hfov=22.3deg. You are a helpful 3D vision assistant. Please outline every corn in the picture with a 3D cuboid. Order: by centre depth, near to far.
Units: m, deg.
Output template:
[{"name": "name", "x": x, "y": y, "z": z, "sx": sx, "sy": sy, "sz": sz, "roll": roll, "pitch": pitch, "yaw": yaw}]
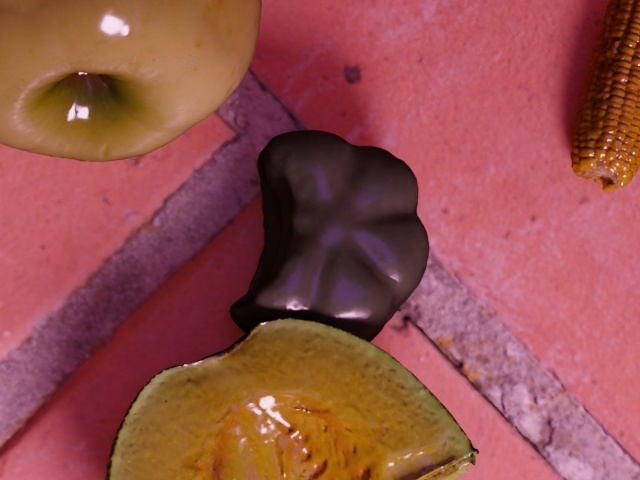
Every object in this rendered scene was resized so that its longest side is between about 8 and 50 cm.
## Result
[{"name": "corn", "x": 0.258, "y": -0.139, "z": 1.367, "sx": 0.068, "sy": 0.068, "sz": 0.207, "roll": 22, "pitch": 73, "yaw": -9}]

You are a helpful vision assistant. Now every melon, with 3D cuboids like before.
[{"name": "melon", "x": -0.041, "y": 0.165, "z": 1.174, "sx": 0.265, "sy": 0.129, "sz": 0.169, "roll": -23, "pitch": 66, "yaw": -13}]

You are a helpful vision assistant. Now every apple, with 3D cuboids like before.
[{"name": "apple", "x": -0.177, "y": -0.195, "z": 1.179, "sx": 0.279, "sy": 0.279, "sz": 0.279, "roll": 4, "pitch": 74, "yaw": -15}]

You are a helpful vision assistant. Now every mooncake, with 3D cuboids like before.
[{"name": "mooncake", "x": 0.000, "y": 0.000, "z": 1.238, "sx": 0.168, "sy": 0.104, "sz": 0.175, "roll": -22, "pitch": 78, "yaw": -14}]
